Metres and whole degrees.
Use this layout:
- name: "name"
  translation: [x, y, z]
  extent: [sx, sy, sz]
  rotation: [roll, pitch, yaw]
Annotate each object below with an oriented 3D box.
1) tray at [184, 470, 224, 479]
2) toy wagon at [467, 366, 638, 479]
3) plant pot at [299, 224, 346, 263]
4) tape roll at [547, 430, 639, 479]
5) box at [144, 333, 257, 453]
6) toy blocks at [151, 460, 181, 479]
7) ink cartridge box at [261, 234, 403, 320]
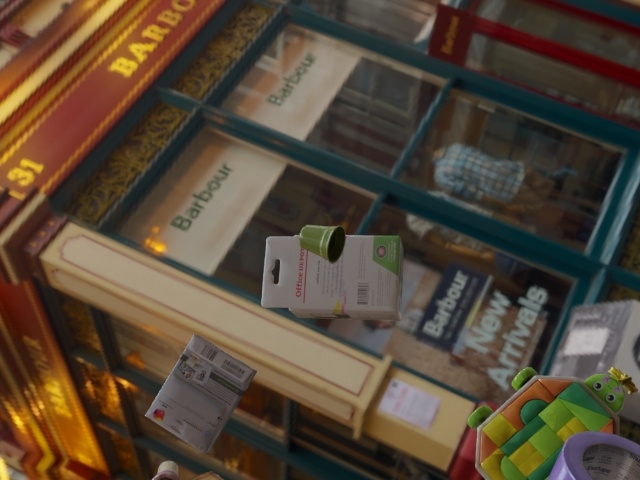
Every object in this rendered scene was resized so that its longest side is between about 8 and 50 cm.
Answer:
- name: "tray"
  translation: [-0.276, 0.556, 1.314]
  extent: [0.203, 0.076, 0.410]
  rotation: [-1, -62, -58]
- name: "toy wagon"
  translation: [0.462, 0.364, 1.683]
  extent: [0.344, 0.267, 0.068]
  rotation: [-41, -31, -3]
- name: "plant pot"
  translation: [0.000, 0.000, 1.844]
  extent: [0.083, 0.079, 0.083]
  rotation: [-39, -44, -51]
- name: "tape roll"
  translation: [0.449, 0.384, 1.339]
  extent: [0.189, 0.189, 0.080]
  rotation: [-43, -28, -60]
- name: "box"
  translation: [-0.234, 0.300, 1.717]
  extent: [0.186, 0.145, 0.038]
  rotation: [-60, -13, -6]
- name: "toy blocks"
  translation: [-0.311, 0.624, 1.626]
  extent: [0.289, 0.308, 0.260]
  rotation: [-33, 7, -5]
- name: "ink cartridge box"
  translation: [0.034, 0.097, 2.291]
  extent: [0.119, 0.354, 0.207]
  rotation: [56, -143, -71]
